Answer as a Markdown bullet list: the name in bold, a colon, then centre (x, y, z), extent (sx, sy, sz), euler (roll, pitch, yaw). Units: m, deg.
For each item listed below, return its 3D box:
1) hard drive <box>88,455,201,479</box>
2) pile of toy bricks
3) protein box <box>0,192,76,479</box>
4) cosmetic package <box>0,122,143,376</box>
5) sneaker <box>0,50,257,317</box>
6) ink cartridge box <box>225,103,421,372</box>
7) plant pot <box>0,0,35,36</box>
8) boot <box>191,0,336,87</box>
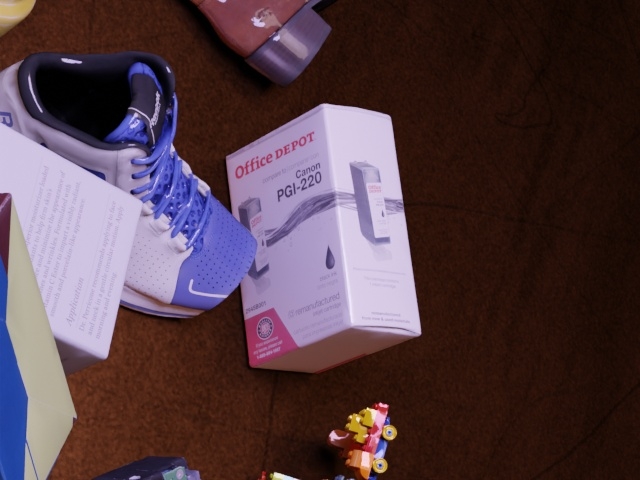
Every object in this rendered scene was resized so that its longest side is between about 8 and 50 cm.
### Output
- **hard drive**: centre (-0.204, 0.320, 1.351), extent (0.339, 0.064, 0.236), euler (-18, 104, -53)
- **pile of toy bricks**: centre (-0.010, 0.244, 1.618), extent (0.105, 0.118, 0.212), euler (18, 75, -5)
- **protein box**: centre (-0.307, 0.090, 1.256), extent (0.136, 0.201, 0.199), euler (-70, 153, -58)
- **cosmetic package**: centre (-0.269, 0.013, 1.424), extent (0.184, 0.151, 0.151), euler (31, 54, -30)
- **sneaker**: centre (-0.165, -0.057, 1.527), extent (0.315, 0.182, 0.127), euler (36, 54, -26)
- **ink cartridge box**: centre (0.000, 0.000, 1.669), extent (0.092, 0.158, 0.217), euler (9, 67, -39)
- **plant pot**: centre (-0.277, -0.302, 1.426), extent (0.254, 0.239, 0.254), euler (51, 21, -28)
- **boot**: centre (-0.089, -0.324, 1.796), extent (0.280, 0.096, 0.264), euler (40, 58, -14)
